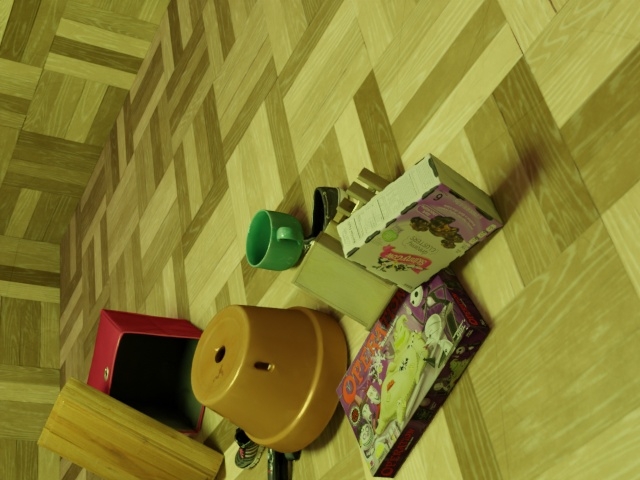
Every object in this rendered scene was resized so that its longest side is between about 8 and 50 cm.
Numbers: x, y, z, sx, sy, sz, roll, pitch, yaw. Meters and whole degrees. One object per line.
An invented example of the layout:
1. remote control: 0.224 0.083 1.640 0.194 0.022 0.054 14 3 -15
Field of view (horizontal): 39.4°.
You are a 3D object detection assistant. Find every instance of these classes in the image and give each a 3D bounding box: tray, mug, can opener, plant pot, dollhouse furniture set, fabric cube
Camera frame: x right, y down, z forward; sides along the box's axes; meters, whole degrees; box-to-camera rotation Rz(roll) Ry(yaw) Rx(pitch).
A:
1. tray: -0.460 0.506 2.151 0.203 0.411 0.076 -58 6 35
2. mug: -0.089 0.008 1.951 0.158 0.097 0.129 47 121 56
3. can opener: -0.085 0.468 1.824 0.073 0.059 0.186 -12 70 60
4. plant pot: -0.115 0.248 1.747 0.291 0.203 0.291 -35 42 39
5. dollhouse furniture set: 0.073 0.028 1.607 0.212 0.161 0.242 -61 -3 31
6. fabric cube: -0.452 0.338 2.341 0.258 0.259 0.254 20 100 63

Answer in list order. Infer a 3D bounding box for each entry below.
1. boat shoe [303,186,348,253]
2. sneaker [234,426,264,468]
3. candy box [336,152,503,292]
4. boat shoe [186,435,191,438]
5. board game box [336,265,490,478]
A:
1. boat shoe: 0.000 0.000 1.810 0.080 0.076 0.228 11 90 62
2. sneaker: -0.161 0.441 1.958 0.170 0.075 0.063 -57 35 37
3. candy box: 0.153 -0.022 1.385 0.196 0.165 0.070 -39 44 26
4. boat shoe: -0.377 0.592 2.325 0.063 0.059 0.170 -13 69 60
5. board game box: 0.144 0.207 1.507 0.347 0.056 0.208 -64 27 28
